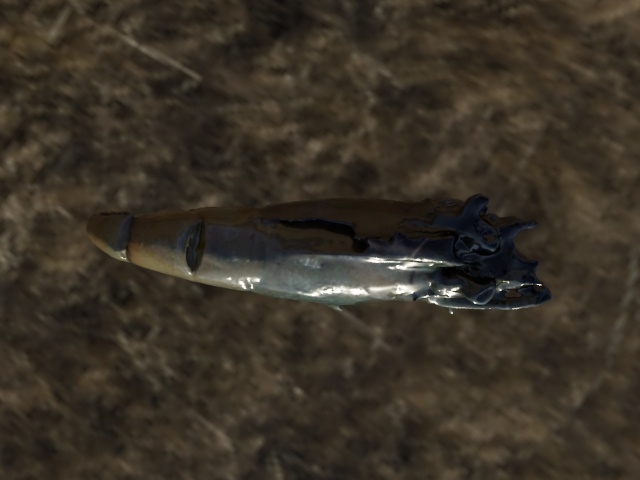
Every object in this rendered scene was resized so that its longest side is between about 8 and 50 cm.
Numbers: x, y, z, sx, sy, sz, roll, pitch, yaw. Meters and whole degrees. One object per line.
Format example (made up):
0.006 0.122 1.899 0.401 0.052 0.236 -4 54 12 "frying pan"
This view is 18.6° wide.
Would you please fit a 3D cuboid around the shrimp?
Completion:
-0.001 0.008 1.248 0.289 0.178 0.075 -2 94 4 "shrimp"
